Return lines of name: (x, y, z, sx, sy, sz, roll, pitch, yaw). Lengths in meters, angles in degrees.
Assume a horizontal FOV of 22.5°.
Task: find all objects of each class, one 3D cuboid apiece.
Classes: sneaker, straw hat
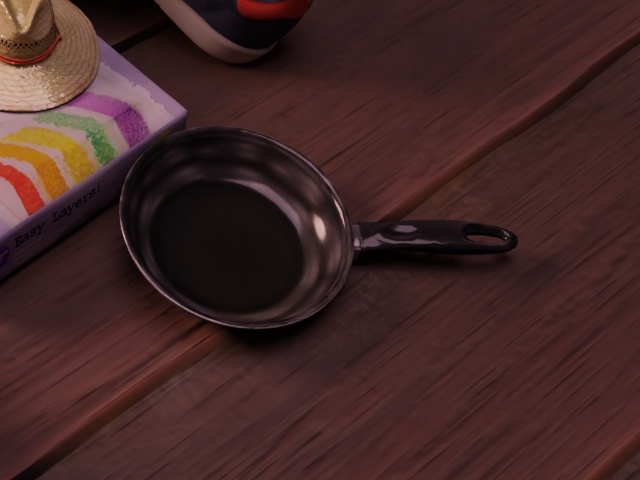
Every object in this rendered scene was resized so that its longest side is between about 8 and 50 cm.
sneaker: (-0.143, -0.302, 1.387, 0.350, 0.148, 0.131, 32, 52, -23)
straw hat: (-0.249, -0.180, 1.329, 0.144, 0.061, 0.144, 6, 52, -8)

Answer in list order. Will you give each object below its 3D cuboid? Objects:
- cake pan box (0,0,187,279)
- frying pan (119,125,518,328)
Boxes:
cake pan box: (-0.287, -0.107, 1.346, 0.267, 0.070, 0.245, 41, 54, 19)
frying pan: (-0.015, -0.023, 1.348, 0.326, 0.053, 0.197, -16, 64, -29)
